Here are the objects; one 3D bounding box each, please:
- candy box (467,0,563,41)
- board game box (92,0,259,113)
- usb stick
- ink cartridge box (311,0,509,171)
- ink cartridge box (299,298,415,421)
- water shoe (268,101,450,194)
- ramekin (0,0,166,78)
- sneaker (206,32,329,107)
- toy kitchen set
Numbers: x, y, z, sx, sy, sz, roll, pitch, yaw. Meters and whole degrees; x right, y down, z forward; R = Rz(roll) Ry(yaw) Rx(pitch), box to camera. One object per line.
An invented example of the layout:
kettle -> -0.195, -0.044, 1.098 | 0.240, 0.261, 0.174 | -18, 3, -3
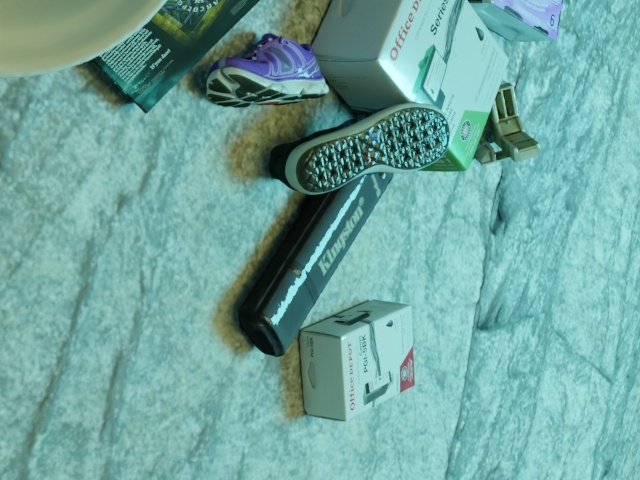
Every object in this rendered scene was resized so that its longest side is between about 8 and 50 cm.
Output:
candy box -> 0.234, -0.357, 1.778 | 0.165, 0.070, 0.196 | 16, 83, -52
board game box -> -0.128, -0.216, 1.294 | 0.186, 0.026, 0.126 | -45, 135, -1
usb stick -> 0.000, 0.000, 1.544 | 0.278, 0.045, 0.077 | -58, 135, -31
ink cartridge box -> 0.101, -0.198, 1.610 | 0.219, 0.092, 0.160 | 44, 60, -46
ink cartridge box -> 0.042, 0.130, 1.607 | 0.135, 0.056, 0.099 | -21, 112, -50
water shoe -> 0.040, -0.103, 1.524 | 0.203, 0.080, 0.073 | -16, 110, -31
ramekin -> -0.228, -0.267, 1.046 | 0.277, 0.135, 0.277 | -9, 124, -13
sneaker -> -0.058, -0.169, 1.448 | 0.170, 0.068, 0.071 | -10, 88, -60
toy kitchen set -> 0.217, -0.138, 1.795 | 0.068, 0.083, 0.075 | -16, 113, -6
